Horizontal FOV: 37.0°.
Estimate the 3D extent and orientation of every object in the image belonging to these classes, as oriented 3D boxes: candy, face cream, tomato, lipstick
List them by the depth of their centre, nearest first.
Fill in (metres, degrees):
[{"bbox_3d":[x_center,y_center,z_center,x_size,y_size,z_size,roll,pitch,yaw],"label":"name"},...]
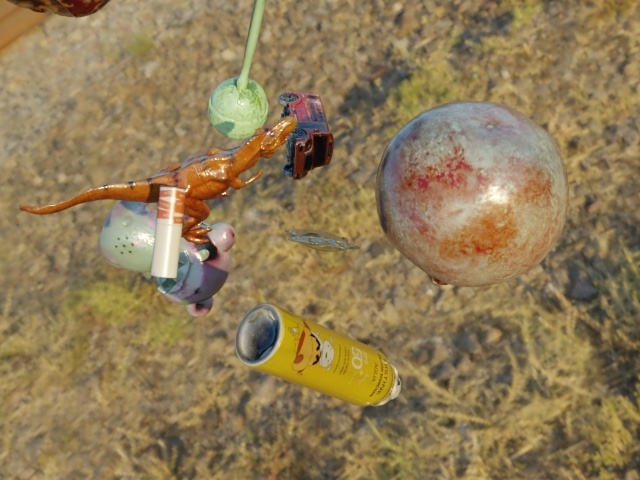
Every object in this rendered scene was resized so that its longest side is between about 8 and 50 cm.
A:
[{"bbox_3d":[-0.219,-0.013,1.379,0.038,0.038,0.130,9,93,56],"label":"lipstick"},{"bbox_3d":[0.249,-0.076,1.568,0.317,0.282,0.316,6,44,-6],"label":"tomato"},{"bbox_3d":[0.016,0.201,1.569,0.105,0.349,0.104,-20,57,34],"label":"face cream"},{"bbox_3d":[-0.131,-0.347,1.756,0.119,0.119,0.440,-54,-10,-36],"label":"candy"}]

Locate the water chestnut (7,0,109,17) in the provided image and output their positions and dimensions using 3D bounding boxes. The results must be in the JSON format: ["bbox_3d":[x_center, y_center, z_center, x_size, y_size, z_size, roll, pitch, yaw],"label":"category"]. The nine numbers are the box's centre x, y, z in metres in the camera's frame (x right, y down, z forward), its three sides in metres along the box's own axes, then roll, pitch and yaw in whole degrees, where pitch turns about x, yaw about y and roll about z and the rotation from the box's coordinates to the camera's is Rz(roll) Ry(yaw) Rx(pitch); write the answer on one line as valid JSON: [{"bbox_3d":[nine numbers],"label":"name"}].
[{"bbox_3d":[-0.476,-0.544,1.727,0.289,0.244,0.289,2,50,-3],"label":"water chestnut"}]

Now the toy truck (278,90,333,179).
[{"bbox_3d":[-0.036,-0.243,2.194,0.114,0.107,0.252,0,36,-10],"label":"toy truck"}]

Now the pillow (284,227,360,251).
[{"bbox_3d":[0.000,-0.001,1.765,0.130,0.033,0.217,7,4,-5],"label":"pillow"}]

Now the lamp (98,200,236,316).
[{"bbox_3d":[-0.358,0.029,2.205,0.247,0.301,0.247,-49,-17,-70],"label":"lamp"}]

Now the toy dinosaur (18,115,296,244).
[{"bbox_3d":[-0.225,-0.070,1.506,0.432,0.208,0.097,-23,67,-2],"label":"toy dinosaur"}]
